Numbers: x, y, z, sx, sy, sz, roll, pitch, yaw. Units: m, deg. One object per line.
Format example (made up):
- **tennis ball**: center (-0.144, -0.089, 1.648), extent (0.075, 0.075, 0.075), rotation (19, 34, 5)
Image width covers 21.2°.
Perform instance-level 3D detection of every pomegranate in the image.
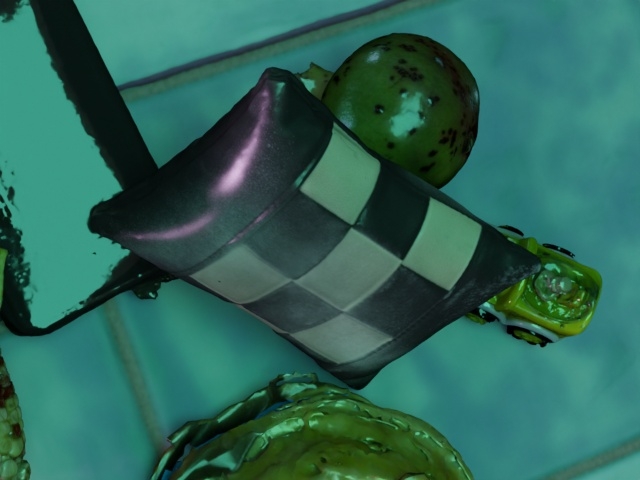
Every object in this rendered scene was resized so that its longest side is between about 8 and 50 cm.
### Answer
- **pomegranate**: center (0.049, -0.090, 1.188), extent (0.130, 0.130, 0.130), rotation (1, 85, -18)

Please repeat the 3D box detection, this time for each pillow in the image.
- **pillow**: center (0.000, 0.000, 1.123), extent (0.250, 0.186, 0.106), rotation (34, 38, -30)

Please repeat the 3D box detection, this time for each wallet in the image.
- **wallet**: center (-0.192, -0.059, 1.148), extent (0.149, 0.044, 0.250), rotation (-27, 95, -15)

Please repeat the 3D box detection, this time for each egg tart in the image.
- **egg tart**: center (0.010, 0.227, 1.158), extent (0.291, 0.107, 0.291), rotation (2, 85, -19)

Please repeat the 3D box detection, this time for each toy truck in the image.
- **toy truck**: center (0.146, 0.028, 1.233), extent (0.111, 0.077, 0.076), rotation (24, 79, -15)

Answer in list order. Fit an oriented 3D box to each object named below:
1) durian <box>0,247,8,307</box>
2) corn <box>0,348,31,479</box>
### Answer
- **durian**: center (-0.331, 0.149, 0.960), extent (0.198, 0.163, 0.394), rotation (28, 67, 6)
- **corn**: center (-0.254, 0.054, 1.097), extent (0.086, 0.086, 0.253), rotation (-21, 94, -19)
